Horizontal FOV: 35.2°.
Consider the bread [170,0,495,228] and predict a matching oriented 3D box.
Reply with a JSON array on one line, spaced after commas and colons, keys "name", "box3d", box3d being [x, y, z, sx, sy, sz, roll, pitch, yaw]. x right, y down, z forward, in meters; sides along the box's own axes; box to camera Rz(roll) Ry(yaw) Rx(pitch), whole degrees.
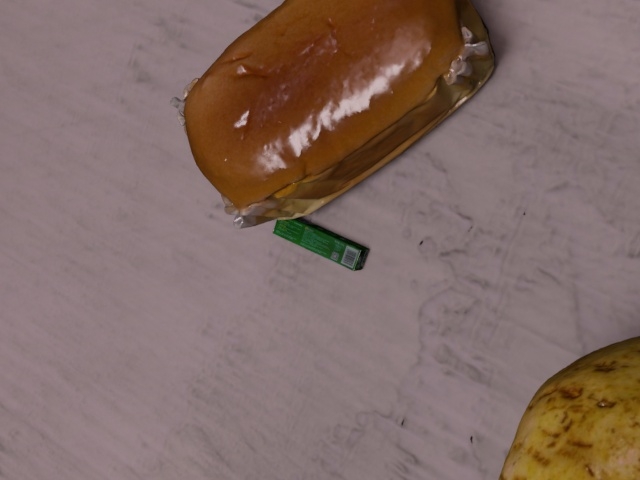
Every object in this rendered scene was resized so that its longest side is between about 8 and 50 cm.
[{"name": "bread", "box3d": [0.008, -0.121, 0.778, 0.241, 0.107, 0.136, -34, 75, 18]}]

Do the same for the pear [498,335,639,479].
[{"name": "pear", "box3d": [0.234, 0.184, 0.599, 0.271, 0.271, 0.271, 1, 92, 27]}]

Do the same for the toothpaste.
[{"name": "toothpaste", "box3d": [0.000, 0.000, 0.841, 0.083, 0.017, 0.020, 25, 104, 24]}]
